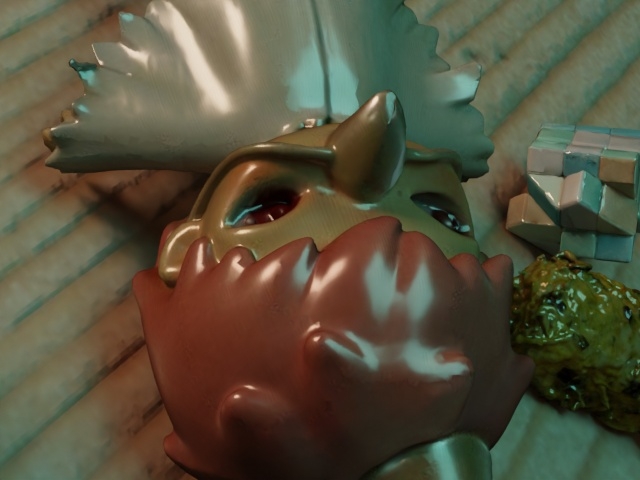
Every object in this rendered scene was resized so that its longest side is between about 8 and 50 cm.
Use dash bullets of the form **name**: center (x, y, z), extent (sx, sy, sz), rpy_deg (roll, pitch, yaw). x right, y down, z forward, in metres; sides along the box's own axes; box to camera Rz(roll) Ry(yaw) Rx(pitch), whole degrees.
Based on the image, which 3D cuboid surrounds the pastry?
- **pastry**: center (0.149, 0.055, 0.937), extent (0.140, 0.056, 0.080), rpy_deg (35, 46, -31)

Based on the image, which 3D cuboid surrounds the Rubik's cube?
- **Rubik's cube**: center (0.145, -0.021, 0.986), extent (0.084, 0.075, 0.073), rpy_deg (-30, 128, -55)

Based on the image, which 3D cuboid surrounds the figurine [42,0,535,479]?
- **figurine**: center (0.000, 0.000, 0.731), extent (0.207, 0.166, 0.387), rpy_deg (4, 51, -25)
